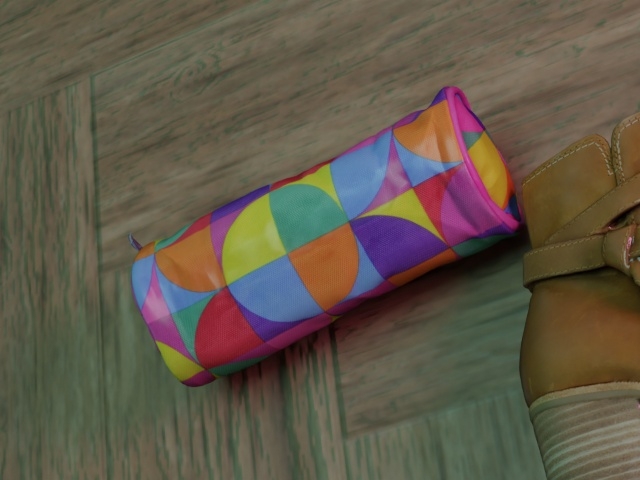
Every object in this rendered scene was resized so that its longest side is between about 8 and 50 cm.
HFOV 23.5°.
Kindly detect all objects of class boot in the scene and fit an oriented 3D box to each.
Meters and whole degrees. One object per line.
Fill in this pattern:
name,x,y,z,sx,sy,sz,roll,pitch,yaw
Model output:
boot,0.229,0.023,0.759,0.283,0.109,0.220,-22,54,29

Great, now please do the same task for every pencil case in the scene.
pencil case,0.000,0.000,0.900,0.236,0.104,0.104,-25,57,19
